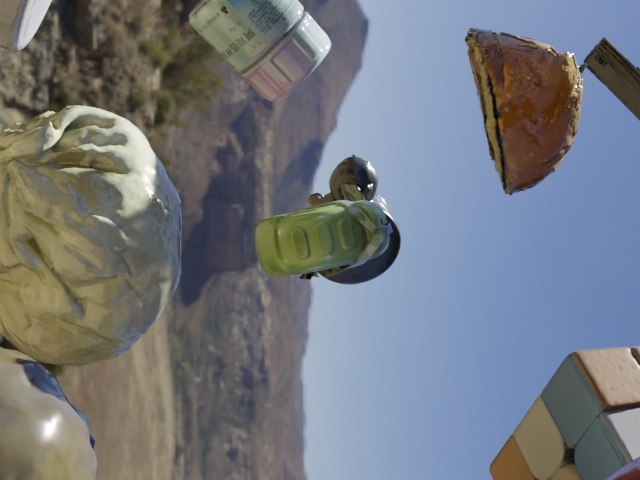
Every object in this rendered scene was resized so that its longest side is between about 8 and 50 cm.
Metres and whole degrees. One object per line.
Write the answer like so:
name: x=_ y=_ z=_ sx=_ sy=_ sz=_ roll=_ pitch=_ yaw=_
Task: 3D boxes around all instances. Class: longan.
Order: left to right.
longan: x=-0.511 y=0.352 z=1.266 sx=0.436 sy=0.404 sz=0.404 roll=-51 pitch=-161 yaw=18

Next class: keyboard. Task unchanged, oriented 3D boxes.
keyboard: x=0.436 y=-0.170 z=1.232 sx=0.230 sy=0.025 sz=0.093 roll=47 pitch=-6 yaw=5

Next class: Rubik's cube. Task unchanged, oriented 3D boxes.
Rubik's cube: x=0.527 y=0.390 z=1.477 sx=0.346 sy=0.347 sz=0.344 roll=108 pitch=-28 yaw=-42

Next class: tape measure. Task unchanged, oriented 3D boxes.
tape measure: x=0.000 y=0.000 z=1.113 sx=0.177 sy=0.154 sz=0.087 roll=166 pitch=-87 yaw=-68

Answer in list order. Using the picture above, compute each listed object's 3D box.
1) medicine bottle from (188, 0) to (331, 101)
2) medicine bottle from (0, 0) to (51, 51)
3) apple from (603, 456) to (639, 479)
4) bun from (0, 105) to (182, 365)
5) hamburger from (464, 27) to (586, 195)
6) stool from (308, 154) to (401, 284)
medicine bottle: x=-0.083 y=-0.292 z=1.315 sx=0.135 sy=0.168 sz=0.135 roll=-41 pitch=-162 yaw=17
medicine bottle: x=-0.538 y=-0.424 z=1.311 sx=0.208 sy=0.340 sz=0.208 roll=-60 pitch=-167 yaw=24
apple: x=0.257 y=0.223 z=0.568 sx=0.210 sy=0.235 sz=0.173 roll=2 pitch=100 yaw=-62
bun: x=-0.224 y=-0.010 z=0.798 sx=0.145 sy=0.229 sz=0.229 roll=19 pitch=63 yaw=-48
hamburger: x=0.195 y=-0.121 z=0.859 sx=0.087 sy=0.102 sz=0.176 roll=-81 pitch=156 yaw=-53
stool: x=0.059 y=-0.038 z=1.600 sx=0.139 sy=0.153 sz=0.228 roll=-103 pitch=-147 yaw=-57
